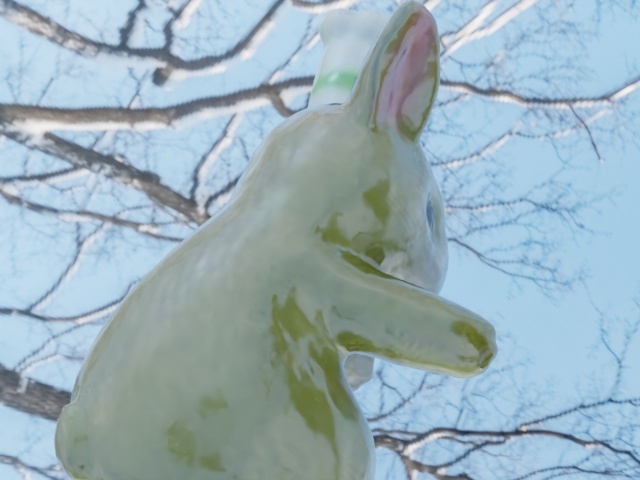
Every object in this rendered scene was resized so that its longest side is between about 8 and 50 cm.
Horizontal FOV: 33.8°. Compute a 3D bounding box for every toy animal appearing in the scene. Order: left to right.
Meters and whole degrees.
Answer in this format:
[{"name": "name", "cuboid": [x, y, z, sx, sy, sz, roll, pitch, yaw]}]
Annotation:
[{"name": "toy animal", "cuboid": [0.010, 0.017, 0.612, 0.363, 0.180, 0.181, -55, -163, -22]}]
